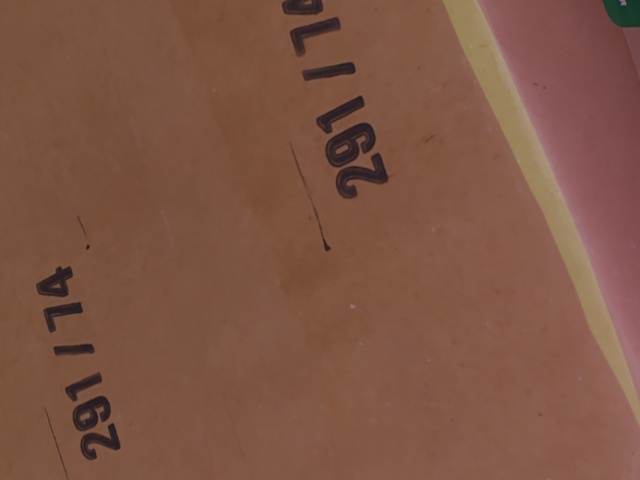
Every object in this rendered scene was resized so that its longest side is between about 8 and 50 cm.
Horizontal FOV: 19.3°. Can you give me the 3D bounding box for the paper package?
[{"bbox_3d":[0.000,0.000,0.611,0.309,0.168,0.325,-33,72,36],"label":"paper package"}]
